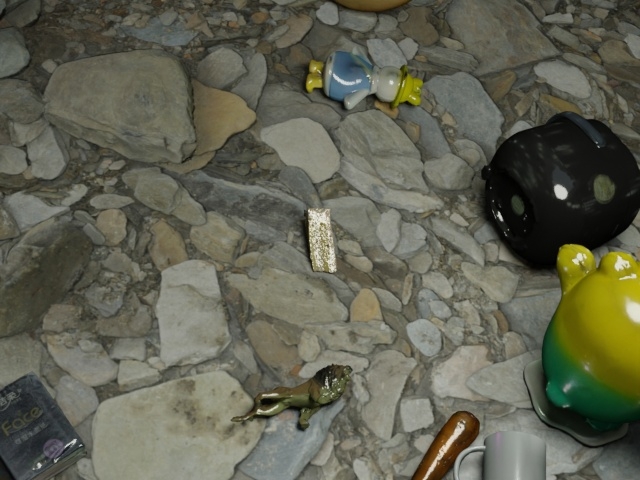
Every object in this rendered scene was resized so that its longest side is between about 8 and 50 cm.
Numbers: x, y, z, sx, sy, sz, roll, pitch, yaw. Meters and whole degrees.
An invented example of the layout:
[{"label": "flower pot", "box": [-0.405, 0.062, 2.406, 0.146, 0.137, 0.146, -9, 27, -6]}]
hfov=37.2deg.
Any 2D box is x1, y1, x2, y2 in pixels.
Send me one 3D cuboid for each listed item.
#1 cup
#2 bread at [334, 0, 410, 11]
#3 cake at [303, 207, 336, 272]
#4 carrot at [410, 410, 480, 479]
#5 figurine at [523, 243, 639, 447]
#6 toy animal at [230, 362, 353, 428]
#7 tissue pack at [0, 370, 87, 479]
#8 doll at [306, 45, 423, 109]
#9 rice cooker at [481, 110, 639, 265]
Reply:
[{"label": "cup", "box": [0.285, 0.378, 1.490, 0.136, 0.099, 0.133, -9, 50, 24]}, {"label": "bread", "box": [0.141, -0.691, 2.128, 0.348, 0.253, 0.376, 21, 52, 12]}, {"label": "cake", "box": [0.000, 0.000, 1.733, 0.052, 0.065, 0.121, -4, 62, -9]}, {"label": "carrot", "box": [0.197, 0.341, 1.523, 0.055, 0.055, 0.161, 36, 64, 16]}, {"label": "figurine", "box": [0.464, 0.173, 1.507, 0.231, 0.340, 0.323, -26, 61, -25]}, {"label": "toy animal", "box": [-0.041, 0.262, 1.532, 0.219, 0.069, 0.086, -14, 36, -24]}, {"label": "tissue pack", "box": [-0.446, 0.292, 1.450, 0.112, 0.051, 0.156, -32, 65, -26]}, {"label": "doll", "box": [0.093, -0.329, 1.958, 0.241, 0.099, 0.135, 11, 31, -3]}, {"label": "rice cooker", "box": [0.436, -0.093, 1.755, 0.224, 0.267, 0.267, -18, 59, -17]}]
